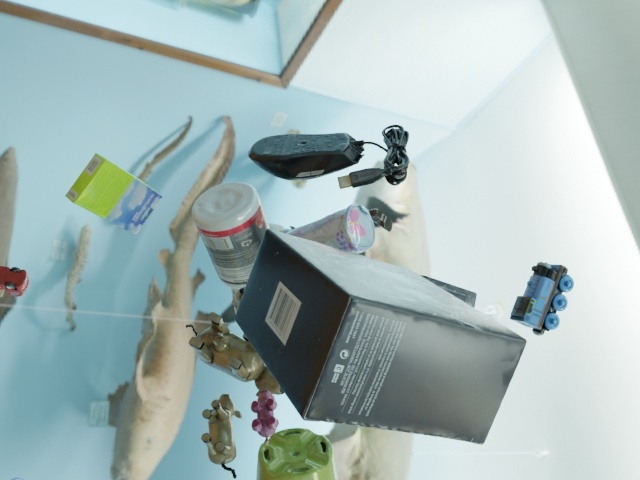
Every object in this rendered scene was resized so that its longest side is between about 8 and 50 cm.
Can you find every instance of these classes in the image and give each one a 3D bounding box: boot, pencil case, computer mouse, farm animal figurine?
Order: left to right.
[{"bbox_3d":[-0.165,0.296,1.385,0.327,0.330,0.172,41,-21,27],"label":"farm animal figurine"},{"bbox_3d":[0.000,0.000,1.529,0.273,0.113,0.124,-18,-142,38],"label":"pencil case"},{"bbox_3d":[0.015,-0.113,0.993,0.184,0.262,0.060,-91,175,-58],"label":"computer mouse"},{"bbox_3d":[0.150,-0.066,1.915,0.114,0.106,0.037,6,-123,43],"label":"boot"}]

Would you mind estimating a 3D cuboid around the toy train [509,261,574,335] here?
[{"bbox_3d":[0.538,0.136,1.539,0.184,0.105,0.080,-67,-164,-6],"label":"toy train"}]

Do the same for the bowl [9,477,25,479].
[{"bbox_3d":[-0.325,0.494,0.831,0.391,0.077,0.391,42,-26,26],"label":"bowl"}]

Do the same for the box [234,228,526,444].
[{"bbox_3d":[0.075,0.140,1.003,0.343,0.312,0.179,35,-74,61],"label":"box"}]

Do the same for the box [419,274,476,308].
[{"bbox_3d":[0.248,0.198,1.438,0.108,0.153,0.207,-9,-116,62],"label":"box"}]

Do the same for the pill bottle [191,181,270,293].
[{"bbox_3d":[-0.210,0.017,1.690,0.176,0.176,0.318,-116,-172,-49],"label":"pill bottle"}]

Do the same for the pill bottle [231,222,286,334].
[{"bbox_3d":[-0.186,0.142,2.035,0.204,0.204,0.361,-145,-134,-61],"label":"pill bottle"}]

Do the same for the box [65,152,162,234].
[{"bbox_3d":[-0.423,-0.093,1.315,0.042,0.178,0.109,33,-94,33],"label":"box"}]

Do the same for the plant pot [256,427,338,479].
[{"bbox_3d":[-0.058,0.616,1.557,0.276,0.276,0.254,-142,-135,-60],"label":"plant pot"}]

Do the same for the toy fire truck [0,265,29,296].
[{"bbox_3d":[-0.729,0.096,1.379,0.135,0.192,0.047,115,-19,-58],"label":"toy fire truck"}]
